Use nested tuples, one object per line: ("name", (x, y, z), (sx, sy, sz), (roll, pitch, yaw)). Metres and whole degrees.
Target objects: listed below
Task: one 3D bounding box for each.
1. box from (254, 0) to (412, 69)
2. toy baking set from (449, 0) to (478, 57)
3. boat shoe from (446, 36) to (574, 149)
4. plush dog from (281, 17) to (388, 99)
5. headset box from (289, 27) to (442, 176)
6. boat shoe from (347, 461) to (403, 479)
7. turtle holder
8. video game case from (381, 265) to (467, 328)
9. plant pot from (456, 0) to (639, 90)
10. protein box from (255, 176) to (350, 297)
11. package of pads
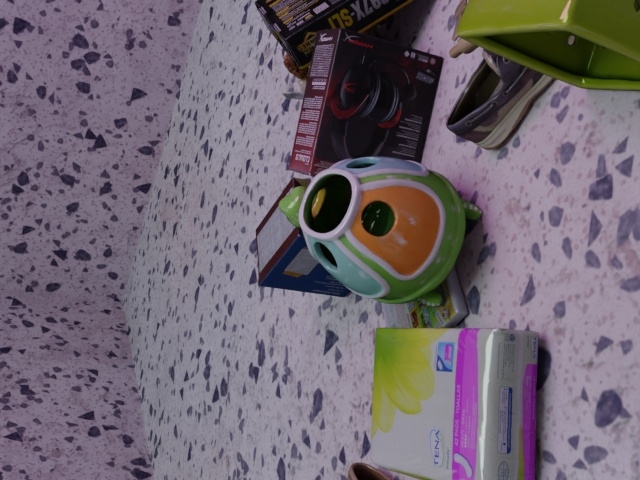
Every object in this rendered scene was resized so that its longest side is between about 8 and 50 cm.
("box", (0.047, -0.490, 1.577), (0.322, 0.079, 0.257), (-32, 35, 1))
("toy baking set", (0.269, -0.379, 1.264), (0.197, 0.030, 0.256), (-64, 12, -20))
("boat shoe", (0.284, -0.262, 1.191), (0.285, 0.092, 0.103), (-61, 31, 37))
("plush dog", (0.045, -0.391, 1.677), (0.262, 0.210, 0.225), (-37, 26, 57))
("headset box", (0.079, -0.218, 1.471), (0.110, 0.218, 0.293), (25, 104, 65))
("boat shoe", (0.114, 0.442, 1.281), (0.341, 0.122, 0.110), (179, 98, -66))
("turtle holder", (0.080, -0.043, 1.319), (0.243, 0.227, 0.320), (-55, 39, 20))
("video game case", (0.170, 0.085, 1.402), (0.206, 0.026, 0.227), (125, 146, -44))
("plant pot", (0.335, -0.310, 0.952), (0.228, 0.227, 0.207), (28, 102, 65))
("protein box", (0.000, 0.000, 1.587), (0.201, 0.200, 0.136), (131, 141, -49))
("package of pads", (0.191, 0.246, 1.189), (0.296, 0.101, 0.229), (-10, 75, 60))
